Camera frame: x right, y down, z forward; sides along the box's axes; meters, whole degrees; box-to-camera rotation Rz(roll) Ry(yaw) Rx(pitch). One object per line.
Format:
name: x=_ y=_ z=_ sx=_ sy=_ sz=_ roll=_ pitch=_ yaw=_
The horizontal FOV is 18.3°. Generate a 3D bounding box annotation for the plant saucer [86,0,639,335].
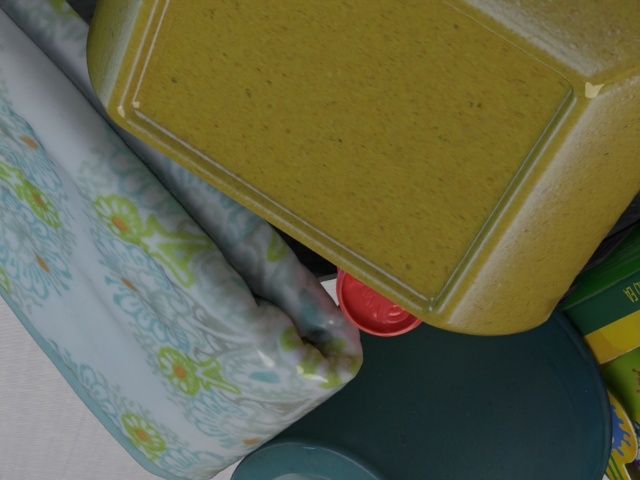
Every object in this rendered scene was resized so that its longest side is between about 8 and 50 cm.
plant saucer: x=0.021 y=-0.097 z=1.073 sx=0.333 sy=0.081 sz=0.333 roll=33 pitch=143 yaw=4

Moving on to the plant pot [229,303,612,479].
plant pot: x=0.060 y=0.184 z=1.599 sx=0.272 sy=0.271 sz=0.255 roll=-11 pitch=-163 yaw=36

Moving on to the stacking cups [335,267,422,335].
stacking cups: x=0.063 y=-0.005 z=1.400 sx=0.096 sy=0.096 sz=0.316 roll=2 pitch=-161 yaw=5

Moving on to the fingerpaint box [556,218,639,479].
fingerpaint box: x=0.394 y=0.126 z=1.585 sx=0.371 sy=0.163 sz=0.445 roll=48 pitch=153 yaw=-3

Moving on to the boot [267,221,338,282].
boot: x=0.000 y=0.000 z=1.754 sx=0.246 sy=0.083 sz=0.161 roll=-10 pitch=169 yaw=33

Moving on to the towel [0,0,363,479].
towel: x=-0.159 y=0.003 z=1.431 sx=0.374 sy=0.090 sz=0.320 roll=48 pitch=155 yaw=0
